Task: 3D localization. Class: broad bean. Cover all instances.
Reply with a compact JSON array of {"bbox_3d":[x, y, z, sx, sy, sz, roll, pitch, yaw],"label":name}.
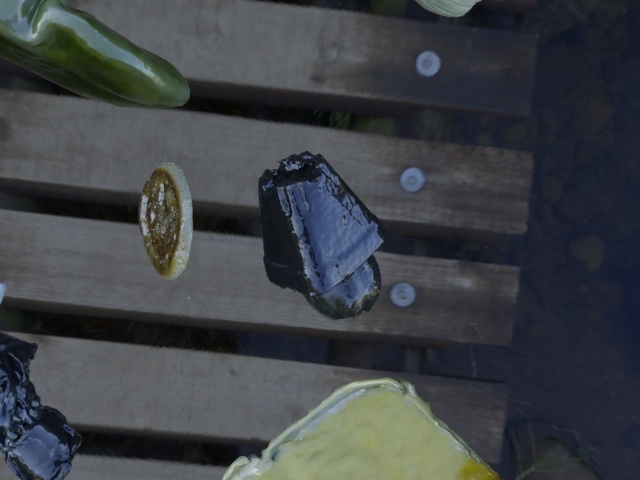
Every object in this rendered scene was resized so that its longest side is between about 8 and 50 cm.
[{"bbox_3d":[-0.197,-0.152,0.611,0.206,0.153,0.072,40,76,-36],"label":"broad bean"}]

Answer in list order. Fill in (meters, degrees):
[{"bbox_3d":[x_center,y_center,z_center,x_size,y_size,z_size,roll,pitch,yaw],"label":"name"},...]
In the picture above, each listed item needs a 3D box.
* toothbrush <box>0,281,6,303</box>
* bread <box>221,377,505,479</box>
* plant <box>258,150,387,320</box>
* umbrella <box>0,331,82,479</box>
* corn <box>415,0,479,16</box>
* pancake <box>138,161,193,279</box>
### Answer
[{"bbox_3d":[-0.484,0.188,1.142,0.025,0.019,0.276,14,72,-12],"label":"toothbrush"},{"bbox_3d":[0.000,0.204,0.382,0.236,0.263,0.198,-3,115,-32],"label":"bread"},{"bbox_3d":[0.000,0.000,1.205,0.164,0.142,0.256,-38,118,-29],"label":"plant"},{"bbox_3d":[-0.333,0.068,0.706,0.336,0.128,0.154,31,79,-6],"label":"umbrella"},{"bbox_3d":[0.081,-0.390,0.951,0.305,0.122,0.123,43,70,-12],"label":"corn"},{"bbox_3d":[-0.201,-0.024,1.074,0.028,0.158,0.158,-1,86,-33],"label":"pancake"}]
